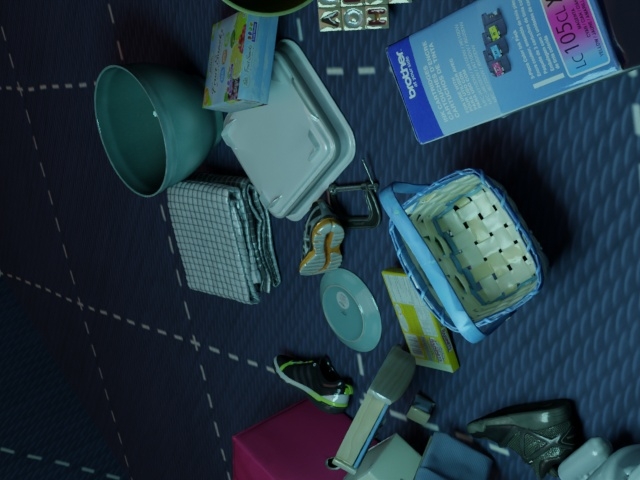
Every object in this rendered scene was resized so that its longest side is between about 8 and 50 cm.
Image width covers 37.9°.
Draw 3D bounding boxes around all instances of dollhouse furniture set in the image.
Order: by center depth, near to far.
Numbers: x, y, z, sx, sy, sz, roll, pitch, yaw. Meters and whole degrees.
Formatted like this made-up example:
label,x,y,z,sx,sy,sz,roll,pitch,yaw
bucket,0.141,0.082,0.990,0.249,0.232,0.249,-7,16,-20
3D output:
label,x,y,z,sx,sy,sz,roll,pitch,yaw
dollhouse furniture set,0.224,0.340,1.678,0.303,0.286,0.198,28,125,8

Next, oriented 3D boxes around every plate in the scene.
label,x,y,z,sx,sy,sz,roll,pitch,yaw
plate,0.054,0.147,1.928,0.188,0.024,0.188,30,132,41

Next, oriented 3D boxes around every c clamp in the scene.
label,x,y,z,sx,sy,sz,roll,pitch,yaw
c clamp,0.065,-0.084,1.789,0.161,0.022,0.137,-10,108,54

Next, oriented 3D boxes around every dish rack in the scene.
label,x,y,z,sx,sy,sz,roll,pitch,yaw
dish rack,-0.084,-0.208,1.870,0.285,0.072,0.333,59,143,12

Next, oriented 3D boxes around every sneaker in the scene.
label,x,y,z,sx,sy,sz,roll,pitch,yaw
sneaker,0.348,0.350,1.603,0.228,0.087,0.130,-19,87,49
sneaker,0.000,0.000,1.870,0.215,0.084,0.083,111,147,-54
sneaker,-0.009,0.295,2.067,0.235,0.084,0.097,30,107,39

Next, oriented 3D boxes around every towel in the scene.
label,x,y,z,sx,sy,sz,roll,pitch,yaw
towel,-0.212,-0.011,2.104,0.235,0.121,0.283,9,119,43

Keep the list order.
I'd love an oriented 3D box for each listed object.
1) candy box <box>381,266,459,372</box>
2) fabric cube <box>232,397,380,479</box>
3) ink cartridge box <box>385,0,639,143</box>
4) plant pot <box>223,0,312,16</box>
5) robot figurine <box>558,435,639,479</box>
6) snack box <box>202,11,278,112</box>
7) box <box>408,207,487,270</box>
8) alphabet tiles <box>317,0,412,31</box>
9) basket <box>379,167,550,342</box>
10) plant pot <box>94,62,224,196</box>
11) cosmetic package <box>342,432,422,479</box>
label,x,y,z,sx,sy,sz,roll,pitch,yaw
candy box,0.186,0.146,1.729,0.105,0.027,0.205,3,120,51
fabric cube,-0.021,0.536,2.046,0.258,0.254,0.259,35,135,39
ink cartridge box,0.278,-0.249,1.200,0.395,0.270,0.151,-18,92,54
plant pot,-0.142,-0.546,1.624,0.293,0.275,0.274,36,137,58
robot figurine,0.466,0.442,1.404,0.353,0.200,0.299,112,143,-45
snack box,-0.158,-0.343,1.801,0.207,0.070,0.174,-176,93,-66
box,0.217,0.004,1.630,0.162,0.029,0.116,-7,103,53
alphabet tiles,0.046,-0.459,1.506,0.198,0.009,0.237,0,114,12
basket,0.216,0.022,1.404,0.201,0.289,0.254,-33,77,24
plant pot,-0.340,-0.262,2.059,0.293,0.196,0.293,28,129,41
cosmetic package,0.198,0.533,1.802,0.309,0.113,0.160,44,143,0
